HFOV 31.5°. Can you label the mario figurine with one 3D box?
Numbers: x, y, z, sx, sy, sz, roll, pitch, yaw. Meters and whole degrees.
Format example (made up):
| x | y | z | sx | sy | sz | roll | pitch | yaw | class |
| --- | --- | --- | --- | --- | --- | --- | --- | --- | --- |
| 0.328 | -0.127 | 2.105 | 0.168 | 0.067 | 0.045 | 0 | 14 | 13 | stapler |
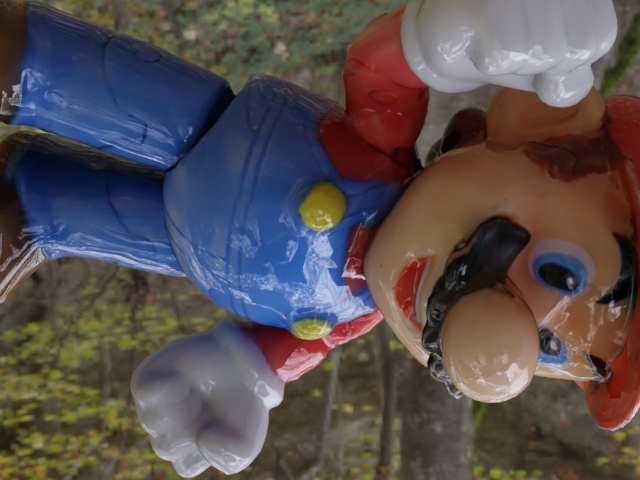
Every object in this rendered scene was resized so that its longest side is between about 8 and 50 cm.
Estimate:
| x | y | z | sx | sy | sz | roll | pitch | yaw | class |
| --- | --- | --- | --- | --- | --- | --- | --- | --- | --- |
| 0.000 | 0.000 | 0.406 | 0.321 | 0.170 | 0.198 | 11 | 162 | 12 | mario figurine |
